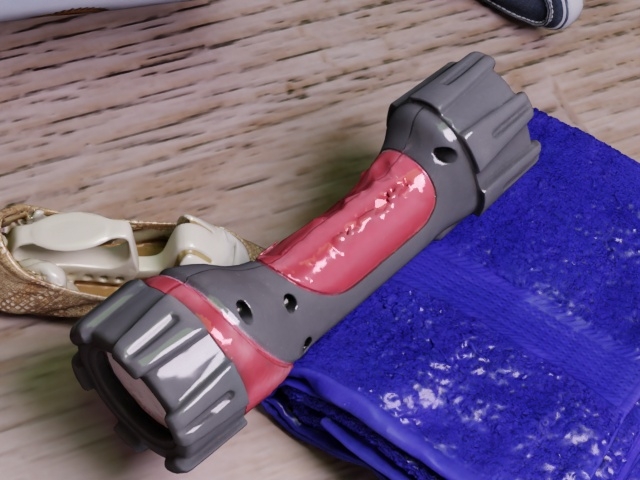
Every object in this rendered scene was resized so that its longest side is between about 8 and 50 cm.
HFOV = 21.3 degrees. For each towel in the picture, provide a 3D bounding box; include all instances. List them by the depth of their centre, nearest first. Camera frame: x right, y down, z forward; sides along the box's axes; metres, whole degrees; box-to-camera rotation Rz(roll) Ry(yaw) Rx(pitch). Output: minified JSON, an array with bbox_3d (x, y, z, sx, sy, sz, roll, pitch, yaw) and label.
[{"bbox_3d":[0.139,0.052,1.038,0.228,0.076,0.308,34,52,15],"label":"towel"}]

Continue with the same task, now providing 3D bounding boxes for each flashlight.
[{"bbox_3d":[0.000,0.000,0.967,0.304,0.103,0.103,-41,96,-25],"label":"flashlight"}]

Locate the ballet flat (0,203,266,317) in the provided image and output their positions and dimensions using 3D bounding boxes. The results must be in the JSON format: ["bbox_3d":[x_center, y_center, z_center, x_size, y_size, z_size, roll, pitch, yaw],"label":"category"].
[{"bbox_3d":[-0.104,0.015,0.996,0.206,0.067,0.073,1,58,-20],"label":"ballet flat"}]

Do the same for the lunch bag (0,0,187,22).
[{"bbox_3d":[-0.199,-0.291,1.051,0.328,0.239,0.385,-10,40,-24],"label":"lunch bag"}]

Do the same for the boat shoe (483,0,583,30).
[{"bbox_3d":[0.096,-0.199,1.217,0.183,0.065,0.083,41,55,17],"label":"boat shoe"}]
